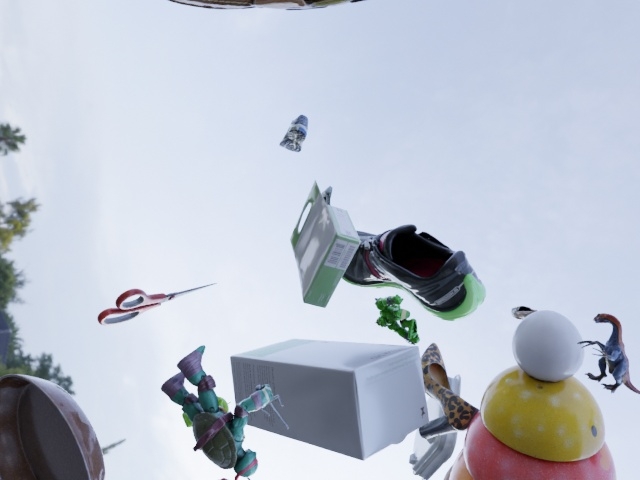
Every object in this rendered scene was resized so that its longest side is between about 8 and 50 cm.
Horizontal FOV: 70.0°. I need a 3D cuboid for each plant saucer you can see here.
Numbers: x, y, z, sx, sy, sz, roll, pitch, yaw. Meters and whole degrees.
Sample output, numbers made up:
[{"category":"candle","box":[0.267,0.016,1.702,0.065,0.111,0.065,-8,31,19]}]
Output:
[{"category":"plant saucer","box":[-0.254,0.200,0.427,0.169,0.029,0.168,6,-78,29]}]

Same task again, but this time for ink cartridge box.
[{"category":"ink cartridge box","box":[0.000,0.000,0.955,0.235,0.056,0.171,-105,-145,-56]}]

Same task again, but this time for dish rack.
[{"category":"dish rack","box":[0.376,0.626,1.538,0.073,0.285,0.332,17,-45,6]}]

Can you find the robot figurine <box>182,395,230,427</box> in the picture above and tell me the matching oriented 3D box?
[{"category":"robot figurine","box":[-0.272,0.416,1.105,0.067,0.115,0.101,46,-62,39]}]

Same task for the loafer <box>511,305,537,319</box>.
[{"category":"loafer","box":[0.541,0.188,1.202,0.125,0.045,0.039,-147,-144,-83]}]

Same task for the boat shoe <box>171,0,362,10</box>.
[{"category":"boat shoe","box":[-0.040,-0.311,0.497,0.104,0.308,0.110,-116,-163,-49]}]

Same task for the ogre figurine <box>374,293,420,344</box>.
[{"category":"ogre figurine","box":[0.243,0.249,1.473,0.197,0.096,0.118,41,-20,-33]}]

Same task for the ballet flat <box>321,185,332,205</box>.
[{"category":"ballet flat","box":[0.010,-0.096,1.156,0.041,0.041,0.114,-45,-147,48]}]

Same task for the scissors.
[{"category":"scissors","box":[-0.361,0.137,1.039,0.109,0.297,0.021,-48,-108,18]}]

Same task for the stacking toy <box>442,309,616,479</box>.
[{"category":"stacking toy","box":[0.406,0.358,0.854,0.351,0.351,0.478,15,-64,45]}]

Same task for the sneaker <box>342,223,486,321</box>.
[{"category":"sneaker","box":[0.190,0.033,1.159,0.483,0.185,0.202,16,-41,45]}]

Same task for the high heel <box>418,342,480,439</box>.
[{"category":"high heel","box":[0.325,0.350,1.136,0.093,0.261,0.186,27,-42,-16]}]

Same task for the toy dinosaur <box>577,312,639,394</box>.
[{"category":"toy dinosaur","box":[0.326,0.123,0.513,0.047,0.090,0.082,-117,-140,-72]}]

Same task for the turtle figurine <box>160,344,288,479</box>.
[{"category":"turtle figurine","box":[-0.151,0.291,0.728,0.175,0.118,0.234,-46,-102,14]}]

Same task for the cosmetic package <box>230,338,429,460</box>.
[{"category":"cosmetic package","box":[0.004,0.295,0.916,0.366,0.197,0.155,-11,-95,44]}]

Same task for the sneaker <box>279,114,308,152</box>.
[{"category":"sneaker","box":[-0.054,-0.246,1.050,0.135,0.052,0.057,-22,-131,68]}]
